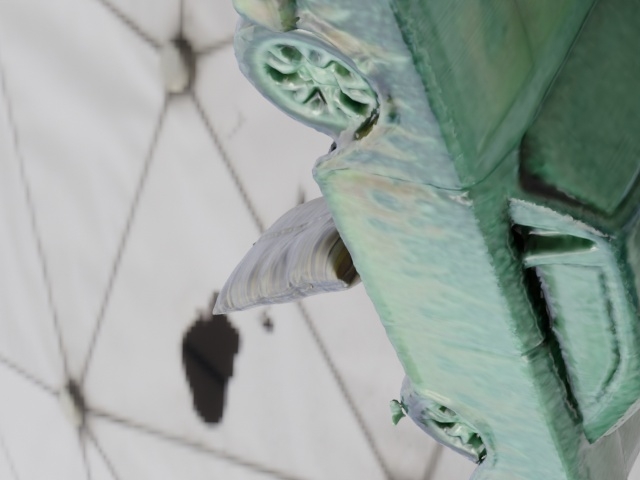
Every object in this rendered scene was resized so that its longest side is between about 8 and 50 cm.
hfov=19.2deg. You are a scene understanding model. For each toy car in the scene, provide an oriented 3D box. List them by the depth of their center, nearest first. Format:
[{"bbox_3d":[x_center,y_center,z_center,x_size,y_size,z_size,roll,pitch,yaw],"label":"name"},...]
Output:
[{"bbox_3d":[0.071,-0.029,0.565,0.097,0.321,0.141,15,-117,28],"label":"toy car"}]

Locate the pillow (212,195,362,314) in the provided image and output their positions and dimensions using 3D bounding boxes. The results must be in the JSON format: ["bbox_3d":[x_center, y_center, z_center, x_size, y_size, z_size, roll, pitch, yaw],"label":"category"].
[{"bbox_3d":[0.000,0.000,1.266,0.038,0.203,0.113,48,-116,-13],"label":"pillow"}]
